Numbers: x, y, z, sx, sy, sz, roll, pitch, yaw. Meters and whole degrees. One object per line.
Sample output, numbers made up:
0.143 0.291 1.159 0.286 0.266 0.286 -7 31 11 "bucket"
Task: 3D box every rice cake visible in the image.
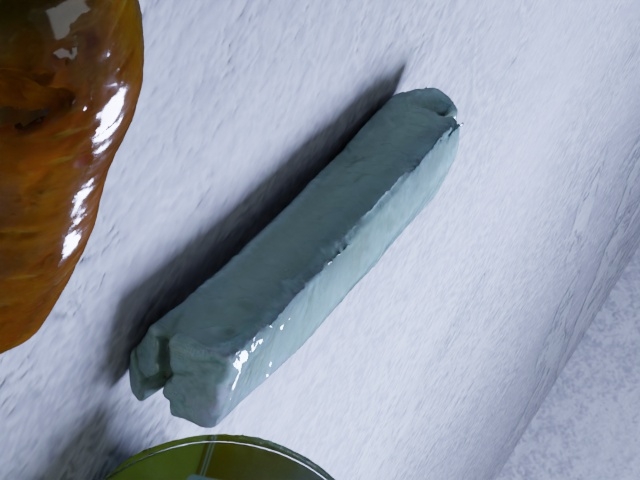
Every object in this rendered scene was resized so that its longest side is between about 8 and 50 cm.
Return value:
0.000 0.000 1.157 0.336 0.063 0.066 -42 157 -51 "rice cake"

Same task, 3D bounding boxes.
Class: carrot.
-0.105 -0.039 0.669 0.087 0.087 0.193 -50 162 -37 "carrot"

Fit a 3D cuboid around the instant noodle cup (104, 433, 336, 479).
-0.060 0.220 1.157 0.205 0.205 0.153 -59 176 -8 "instant noodle cup"
